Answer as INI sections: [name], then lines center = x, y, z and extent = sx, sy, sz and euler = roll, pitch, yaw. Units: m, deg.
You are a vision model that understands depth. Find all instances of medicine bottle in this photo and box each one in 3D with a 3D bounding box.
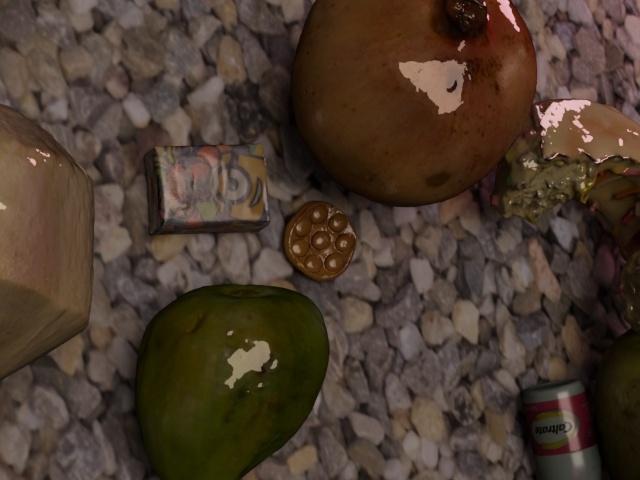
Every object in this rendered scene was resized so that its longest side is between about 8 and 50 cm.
[medicine bottle]
center = 0.348, 0.309, 1.533
extent = 0.090, 0.090, 0.217
euler = -11, 86, -26

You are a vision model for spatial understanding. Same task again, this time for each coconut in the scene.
[coconut]
center = -0.378, 0.023, 1.142
extent = 0.328, 0.329, 0.329
euler = 4, 80, -24

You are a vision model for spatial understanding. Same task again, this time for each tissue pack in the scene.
[tissue pack]
center = -0.144, -0.064, 1.383
extent = 0.148, 0.060, 0.109
euler = -3, 82, -24

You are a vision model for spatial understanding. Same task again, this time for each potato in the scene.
[potato]
center = 0.474, 0.280, 1.548
extent = 0.280, 0.213, 0.330
euler = 52, 19, 16

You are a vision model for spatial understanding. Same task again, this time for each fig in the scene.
[fig]
center = -0.107, 0.198, 1.264
extent = 0.233, 0.233, 0.314
euler = 12, 71, -23

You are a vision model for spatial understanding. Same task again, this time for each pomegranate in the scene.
[pomegranate]
center = 0.128, -0.214, 1.392
extent = 0.338, 0.338, 0.338
euler = 4, 80, -24

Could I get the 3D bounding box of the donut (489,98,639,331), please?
[donut]
center = 0.412, -0.050, 1.550
extent = 0.371, 0.150, 0.307
euler = 39, 44, -1

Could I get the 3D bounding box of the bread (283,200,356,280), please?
[bread]
center = 0.000, 0.000, 1.459
extent = 0.110, 0.024, 0.110
euler = 4, 81, -25
